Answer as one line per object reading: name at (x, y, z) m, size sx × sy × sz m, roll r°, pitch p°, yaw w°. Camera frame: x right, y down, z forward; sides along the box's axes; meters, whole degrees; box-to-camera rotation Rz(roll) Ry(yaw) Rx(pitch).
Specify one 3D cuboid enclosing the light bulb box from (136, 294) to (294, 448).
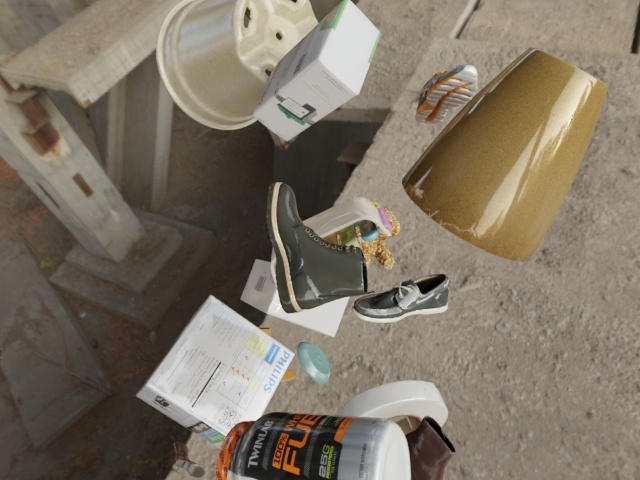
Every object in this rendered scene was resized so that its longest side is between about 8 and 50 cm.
light bulb box at (-0.347, 0.449, 1.523) m, size 0.361 × 0.225 × 0.358 m, roll 37°, pitch 53°, yaw -8°

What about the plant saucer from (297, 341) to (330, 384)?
plant saucer at (-0.011, 0.300, 1.126) m, size 0.021 × 0.119 × 0.119 m, roll -39°, pitch 47°, yaw 17°

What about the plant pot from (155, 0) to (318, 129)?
plant pot at (-0.170, -0.444, 1.055) m, size 0.334 × 0.334 × 0.305 m, roll -47°, pitch 30°, yaw -23°

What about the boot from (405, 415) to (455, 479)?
boot at (0.309, 0.640, 1.240) m, size 0.090 × 0.207 × 0.248 m, roll -1°, pitch 42°, yaw -37°

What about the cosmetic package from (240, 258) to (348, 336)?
cosmetic package at (-0.078, 0.164, 1.307) m, size 0.224 × 0.224 × 0.138 m, roll 6°, pitch 75°, yaw 62°

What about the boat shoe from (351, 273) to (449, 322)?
boat shoe at (0.170, 0.116, 0.947) m, size 0.233 × 0.079 × 0.084 m, roll -6°, pitch 27°, yaw -24°

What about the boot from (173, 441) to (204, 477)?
boot at (-0.410, 0.677, 1.404) m, size 0.037 × 0.106 × 0.114 m, roll -52°, pitch 18°, yaw -11°

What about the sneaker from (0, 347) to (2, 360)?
sneaker at (-0.736, 0.208, 0.921) m, size 0.086 × 0.237 × 0.085 m, roll 23°, pitch 51°, yaw 15°

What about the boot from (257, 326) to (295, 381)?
boot at (-0.219, 0.470, 1.875) m, size 0.104 × 0.295 × 0.211 m, roll 7°, pitch 86°, yaw 60°

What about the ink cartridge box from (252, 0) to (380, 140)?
ink cartridge box at (-0.013, -0.300, 0.823) m, size 0.219 × 0.092 × 0.160 m, roll -17°, pitch 46°, yaw 52°

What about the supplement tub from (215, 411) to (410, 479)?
supplement tub at (-0.015, 0.438, 0.857) m, size 0.337 × 0.207 × 0.207 m, roll -7°, pitch 49°, yaw 25°

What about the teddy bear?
teddy bear at (0.137, 0.017, 1.564) m, size 0.337 × 0.113 × 0.245 m, roll -31°, pitch 71°, yaw -4°

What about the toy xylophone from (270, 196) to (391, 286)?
toy xylophone at (0.006, 0.011, 1.054) m, size 0.322 × 0.081 × 0.236 m, roll -21°, pitch 27°, yaw 18°

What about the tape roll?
tape roll at (0.233, 0.602, 1.507) m, size 0.391 × 0.392 × 0.072 m, roll -17°, pitch 44°, yaw 1°

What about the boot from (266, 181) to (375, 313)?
boot at (0.000, 0.000, 0.675) m, size 0.136 × 0.077 × 0.198 m, roll -12°, pitch 85°, yaw 16°

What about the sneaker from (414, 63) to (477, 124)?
sneaker at (0.258, -0.320, 0.950) m, size 0.084 × 0.215 × 0.083 m, roll 12°, pitch 82°, yaw -12°

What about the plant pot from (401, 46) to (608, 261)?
plant pot at (0.288, -0.138, 0.675) m, size 0.237 × 0.254 × 0.237 m, roll 22°, pitch 29°, yaw -13°
